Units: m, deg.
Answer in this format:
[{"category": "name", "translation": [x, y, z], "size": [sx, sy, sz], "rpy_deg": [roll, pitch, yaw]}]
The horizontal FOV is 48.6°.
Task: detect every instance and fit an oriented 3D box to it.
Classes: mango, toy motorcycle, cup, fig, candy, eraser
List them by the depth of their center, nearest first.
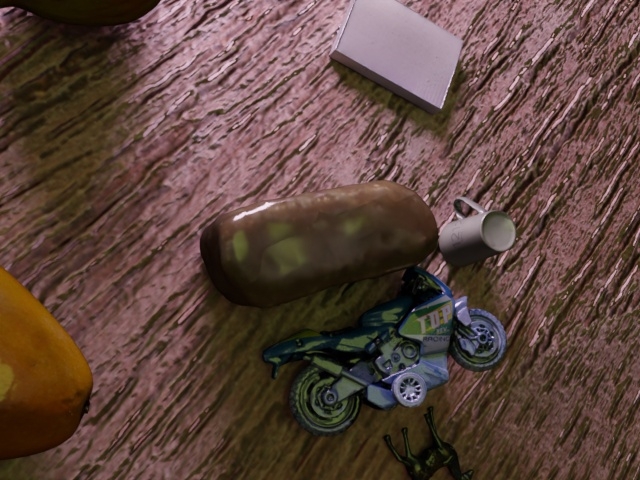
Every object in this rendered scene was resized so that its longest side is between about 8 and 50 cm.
[{"category": "mango", "translation": [-0.303, 0.080, 0.579], "size": [0.253, 0.113, 0.138], "rpy_deg": [45, 80, -3]}, {"category": "fig", "translation": [-0.258, -0.241, 0.653], "size": [0.259, 0.151, 0.151], "rpy_deg": [-33, 94, -2]}, {"category": "candy", "translation": [0.000, 0.000, 0.722], "size": [0.234, 0.104, 0.102], "rpy_deg": [-15, 92, -23]}, {"category": "toy motorcycle", "translation": [0.070, 0.107, 0.741], "size": [0.254, 0.092, 0.136], "rpy_deg": [-20, 80, -15]}, {"category": "cup", "translation": [0.181, -0.012, 0.808], "size": [0.054, 0.083, 0.075], "rpy_deg": [16, 74, -18]}, {"category": "eraser", "translation": [0.092, -0.229, 0.842], "size": [0.150, 0.023, 0.104], "rpy_deg": [25, 73, -17]}]

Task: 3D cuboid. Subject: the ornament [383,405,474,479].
[{"category": "ornament", "translation": [0.127, 0.251, 0.771], "size": [0.073, 0.028, 0.125], "rpy_deg": [-28, 90, -25]}]
